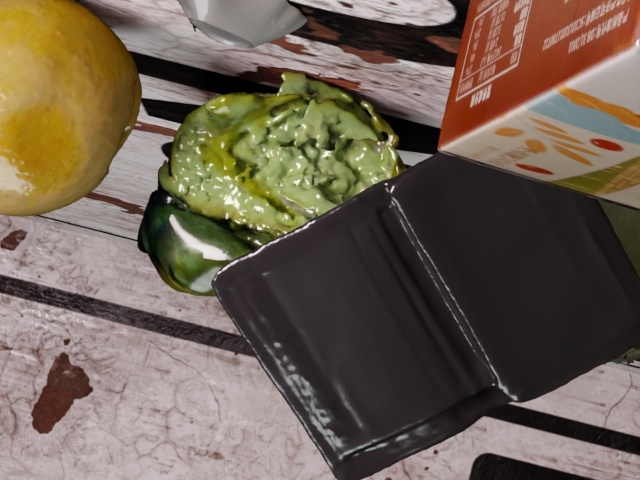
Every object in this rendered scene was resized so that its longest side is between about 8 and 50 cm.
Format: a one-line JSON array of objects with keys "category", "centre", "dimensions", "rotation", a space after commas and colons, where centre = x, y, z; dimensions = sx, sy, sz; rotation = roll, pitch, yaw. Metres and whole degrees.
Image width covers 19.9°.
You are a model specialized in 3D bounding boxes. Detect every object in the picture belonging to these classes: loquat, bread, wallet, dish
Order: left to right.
[{"category": "loquat", "centre": [-0.262, -0.120, 1.568], "dimensions": [0.213, 0.213, 0.213], "rotation": [14, 173, 2]}, {"category": "dish", "centre": [-0.074, -0.173, 1.386], "dimensions": [0.091, 0.039, 0.137], "rotation": [11, 174, 29]}, {"category": "bread", "centre": [-0.045, -0.034, 1.757], "dimensions": [0.251, 0.208, 0.376], "rotation": [8, 174, -4]}, {"category": "wallet", "centre": [0.101, 0.055, 1.558], "dimensions": [0.247, 0.323, 0.041], "rotation": [58, -169, -19]}]

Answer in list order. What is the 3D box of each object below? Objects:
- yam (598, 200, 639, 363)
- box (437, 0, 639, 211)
[{"category": "yam", "centre": [0.235, 0.021, 1.723], "dimensions": [0.201, 0.202, 0.271], "rotation": [17, 169, -27]}, {"category": "box", "centre": [0.282, -0.082, 1.029], "dimensions": [0.345, 0.122, 0.385], "rotation": [16, 173, -9]}]
